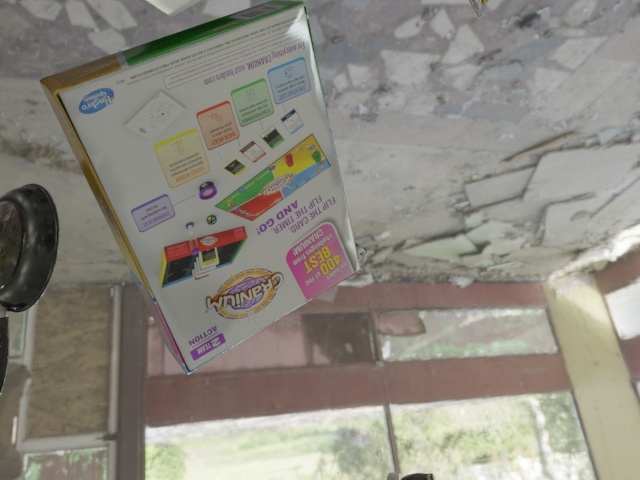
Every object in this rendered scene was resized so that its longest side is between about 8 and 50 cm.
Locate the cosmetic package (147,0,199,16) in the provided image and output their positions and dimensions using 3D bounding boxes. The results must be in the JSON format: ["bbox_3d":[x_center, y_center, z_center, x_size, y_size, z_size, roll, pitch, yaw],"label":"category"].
[{"bbox_3d":[-0.298,-0.585,0.925,0.155,0.365,0.197,-23,-177,12],"label":"cosmetic package"}]

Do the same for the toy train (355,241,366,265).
[{"bbox_3d":[0.000,0.000,0.925,0.105,0.184,0.080,-6,115,-29],"label":"toy train"}]

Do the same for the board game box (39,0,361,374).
[{"bbox_3d":[-0.094,-0.049,0.587,0.242,0.064,0.316,-29,125,-23],"label":"board game box"}]

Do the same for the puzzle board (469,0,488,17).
[{"bbox_3d":[0.348,-0.586,1.293,0.011,0.096,0.128,-4,141,47],"label":"puzzle board"}]

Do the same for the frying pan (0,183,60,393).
[{"bbox_3d":[-0.489,0.062,0.868,0.053,0.197,0.326,13,113,-54],"label":"frying pan"}]

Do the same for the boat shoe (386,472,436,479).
[{"bbox_3d":[0.130,0.341,0.448,0.097,0.324,0.116,-22,142,12],"label":"boat shoe"}]
